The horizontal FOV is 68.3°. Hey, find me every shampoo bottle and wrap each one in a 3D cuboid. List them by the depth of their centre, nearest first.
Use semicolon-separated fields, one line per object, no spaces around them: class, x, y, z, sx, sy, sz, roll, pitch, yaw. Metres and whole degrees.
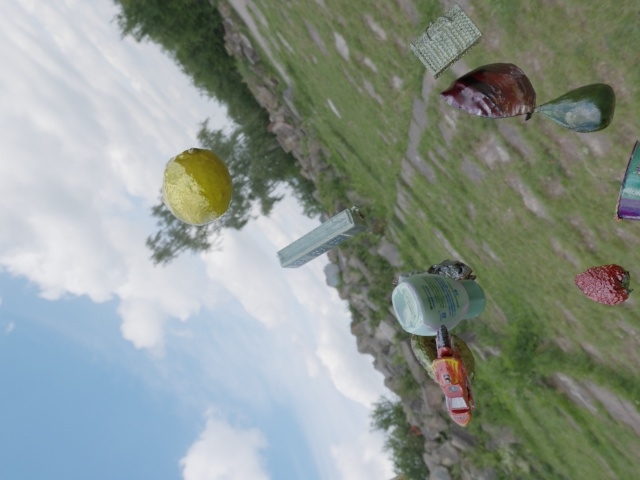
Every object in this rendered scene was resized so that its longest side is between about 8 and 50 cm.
shampoo bottle;0.436;0.217;1.675;0.350;0.151;0.221;-3;-122;-29

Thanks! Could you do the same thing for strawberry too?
strawberry;0.904;0.143;1.504;0.131;0.148;0.131;21;-119;-44

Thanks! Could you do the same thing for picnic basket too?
picnic basket;0.421;-0.678;1.605;0.154;0.196;0.134;52;-159;-1

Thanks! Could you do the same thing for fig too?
fig;0.623;-0.321;1.160;0.178;0.117;0.117;3;163;21

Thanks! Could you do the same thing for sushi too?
sushi;0.462;0.162;1.941;0.129;0.332;0.124;67;-165;-4

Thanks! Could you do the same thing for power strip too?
power strip;0.000;0.000;1.186;0.078;0.272;0.052;8;-125;-57

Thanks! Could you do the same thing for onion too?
onion;0.570;-0.522;1.610;0.314;0.280;0.146;53;148;43

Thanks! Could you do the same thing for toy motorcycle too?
toy motorcycle;0.381;0.389;1.366;0.171;0.089;0.298;-80;-29;-57

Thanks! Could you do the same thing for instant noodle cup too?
instant noodle cup;0.997;-0.156;1.375;0.190;0.251;0.251;17;164;34

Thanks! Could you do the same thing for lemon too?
lemon;-0.409;-0.175;1.577;0.233;0.234;0.288;51;147;39

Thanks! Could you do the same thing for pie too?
pie;0.576;0.545;2.181;0.288;0.103;0.354;-19;-123;-46

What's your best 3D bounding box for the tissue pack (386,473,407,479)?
tissue pack;0.140;0.687;1.176;0.092;0.148;0.196;54;-154;13
